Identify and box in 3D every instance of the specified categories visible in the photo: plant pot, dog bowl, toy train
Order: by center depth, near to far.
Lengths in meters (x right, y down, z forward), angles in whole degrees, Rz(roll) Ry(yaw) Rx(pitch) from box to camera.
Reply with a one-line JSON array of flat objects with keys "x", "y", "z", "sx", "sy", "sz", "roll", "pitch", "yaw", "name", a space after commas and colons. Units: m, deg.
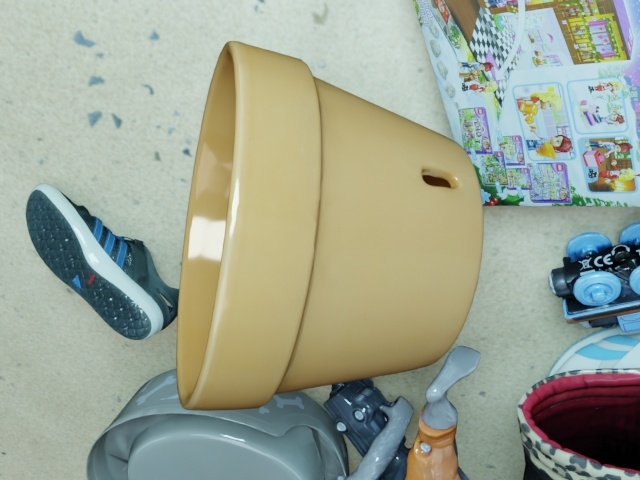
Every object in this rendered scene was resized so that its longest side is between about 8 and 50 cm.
[{"x": 0.000, "y": 0.000, "z": 0.627, "sx": 0.203, "sy": 0.291, "sz": 0.291, "roll": 8, "pitch": 131, "yaw": -15, "name": "plant pot"}, {"x": 0.312, "y": 0.037, "z": 0.703, "sx": 0.184, "sy": 0.080, "sz": 0.105, "roll": -16, "pitch": 129, "yaw": 22, "name": "toy train"}, {"x": -0.121, "y": 0.302, "z": 0.984, "sx": 0.348, "sy": 0.102, "sz": 0.349, "roll": 6, "pitch": 129, "yaw": 8, "name": "dog bowl"}]

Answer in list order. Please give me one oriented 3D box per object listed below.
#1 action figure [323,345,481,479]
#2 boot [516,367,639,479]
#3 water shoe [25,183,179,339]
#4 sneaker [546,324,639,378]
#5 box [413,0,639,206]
[{"x": 0.071, "y": 0.238, "z": 0.762, "sx": 0.341, "sy": 0.178, "sz": 0.330, "roll": 47, "pitch": 140, "yaw": 11, "name": "action figure"}, {"x": 0.363, "y": 0.261, "z": 0.719, "sx": 0.377, "sy": 0.138, "sz": 0.284, "roll": 6, "pitch": 134, "yaw": 24, "name": "boot"}, {"x": -0.233, "y": 0.020, "z": 0.809, "sx": 0.203, "sy": 0.080, "sz": 0.073, "roll": 50, "pitch": 121, "yaw": 5, "name": "water shoe"}, {"x": 0.330, "y": 0.140, "z": 0.770, "sx": 0.087, "sy": 0.092, "sz": 0.228, "roll": 40, "pitch": 126, "yaw": -21, "name": "sneaker"}, {"x": 0.180, "y": -0.154, "z": 0.555, "sx": 0.200, "sy": 0.057, "sz": 0.293, "roll": 3, "pitch": 131, "yaw": 35, "name": "box"}]
